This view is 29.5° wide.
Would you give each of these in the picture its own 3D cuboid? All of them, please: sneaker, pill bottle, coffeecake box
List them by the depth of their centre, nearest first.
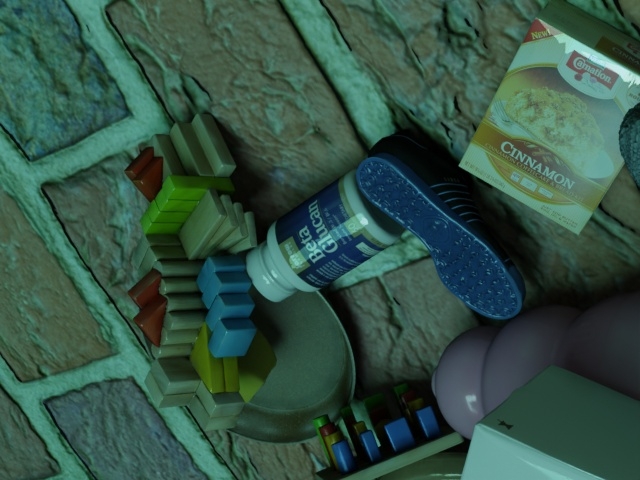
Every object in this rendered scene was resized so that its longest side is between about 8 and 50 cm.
[{"bbox_3d":[0.242,-0.121,1.196,0.142,0.068,0.185,31,129,9],"label":"coffeecake box"},{"bbox_3d":[0.142,-0.023,1.298,0.232,0.090,0.081,47,133,-5],"label":"sneaker"},{"bbox_3d":[0.000,0.000,1.367,0.169,0.094,0.094,-33,100,25],"label":"pill bottle"}]

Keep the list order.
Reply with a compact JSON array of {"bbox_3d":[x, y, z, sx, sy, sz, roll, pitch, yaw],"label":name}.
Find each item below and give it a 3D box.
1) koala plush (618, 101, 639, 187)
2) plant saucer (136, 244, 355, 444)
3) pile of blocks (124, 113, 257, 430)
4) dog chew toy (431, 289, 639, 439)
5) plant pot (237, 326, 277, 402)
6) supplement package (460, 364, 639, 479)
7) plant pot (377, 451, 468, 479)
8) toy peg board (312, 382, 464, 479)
[{"bbox_3d":[0.352,-0.009,1.074,0.203,0.196,0.221,3,110,-2],"label":"koala plush"},{"bbox_3d":[-0.090,0.122,1.547,0.310,0.050,0.310,14,126,20],"label":"plant saucer"},{"bbox_3d":[-0.155,0.033,1.374,0.149,0.112,0.362,-22,74,49],"label":"pile of blocks"},{"bbox_3d":[0.265,0.155,1.285,0.332,0.206,0.206,-2,119,39],"label":"dog chew toy"},{"bbox_3d":[-0.104,0.151,1.494,0.083,0.081,0.081,36,130,-3],"label":"plant pot"},{"bbox_3d":[0.218,0.295,1.107,0.175,0.177,0.293,22,114,27],"label":"supplement package"},{"bbox_3d":[0.177,0.358,1.458,0.237,0.110,0.237,7,143,5],"label":"plant pot"},{"bbox_3d":[0.066,0.227,1.434,0.160,0.161,0.079,131,117,-81],"label":"toy peg board"}]
